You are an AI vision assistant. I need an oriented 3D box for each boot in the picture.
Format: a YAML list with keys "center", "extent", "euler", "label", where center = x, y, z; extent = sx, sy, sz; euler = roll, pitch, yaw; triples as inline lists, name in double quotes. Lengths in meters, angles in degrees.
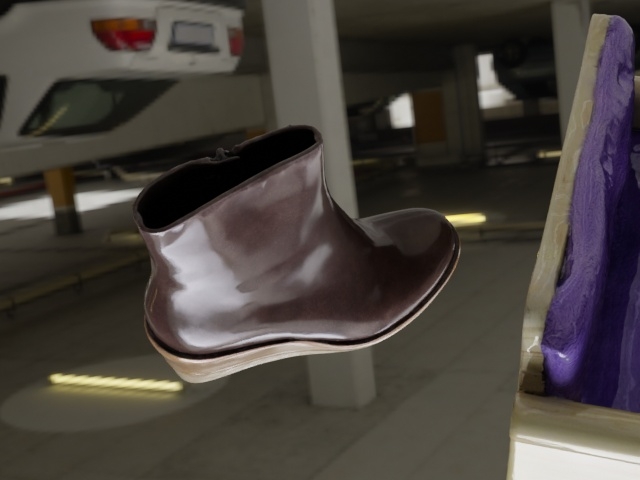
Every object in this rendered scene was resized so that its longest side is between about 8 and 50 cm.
- center: [0.000, 0.000, 0.673]
  extent: [0.248, 0.090, 0.207]
  euler: [-24, 151, -18]
  label: "boot"

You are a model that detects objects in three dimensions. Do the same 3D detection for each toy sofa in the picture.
- center: [0.224, 0.011, 0.664]
  extent: [0.150, 0.177, 0.362]
  euler: [10, -138, 15]
  label: "toy sofa"
